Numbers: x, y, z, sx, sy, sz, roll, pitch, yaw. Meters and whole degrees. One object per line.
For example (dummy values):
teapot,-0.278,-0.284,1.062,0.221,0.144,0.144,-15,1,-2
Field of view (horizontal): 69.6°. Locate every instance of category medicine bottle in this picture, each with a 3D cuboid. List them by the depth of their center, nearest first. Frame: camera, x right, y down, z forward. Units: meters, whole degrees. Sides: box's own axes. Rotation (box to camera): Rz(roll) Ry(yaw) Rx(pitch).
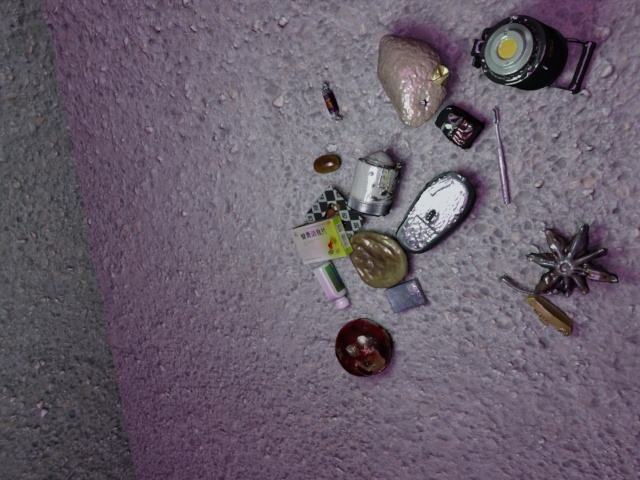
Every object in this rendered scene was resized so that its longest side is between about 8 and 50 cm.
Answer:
medicine bottle,0.055,0.203,2.076,0.078,0.115,0.219,-27,92,29

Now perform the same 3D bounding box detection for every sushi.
sushi,0.069,-0.102,2.011,0.219,0.047,0.231,48,132,7

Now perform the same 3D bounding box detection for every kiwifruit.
kiwifruit,0.025,-0.325,1.966,0.125,0.075,0.075,-4,103,31

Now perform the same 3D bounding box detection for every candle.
candle,0.224,-0.258,1.825,0.188,0.187,0.329,21,111,20

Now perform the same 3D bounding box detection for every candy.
candy,0.045,-0.567,1.903,0.045,0.043,0.174,-20,91,27

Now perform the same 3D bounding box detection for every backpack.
backpack,0.501,-0.416,1.682,0.165,0.106,0.119,34,121,11

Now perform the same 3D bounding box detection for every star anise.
star anise,0.866,0.079,1.645,0.360,0.139,0.315,25,107,35

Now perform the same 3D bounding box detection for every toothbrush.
toothbrush,0.655,-0.304,1.681,0.024,0.029,0.353,-3,104,41

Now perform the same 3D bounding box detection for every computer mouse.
computer mouse,0.446,-0.107,1.793,0.203,0.114,0.374,45,119,11

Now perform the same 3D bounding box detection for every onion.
onion,0.182,0.487,2.053,0.272,0.195,0.271,2,96,25

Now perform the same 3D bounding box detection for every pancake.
pancake,0.241,0.085,1.954,0.295,0.049,0.294,20,126,31

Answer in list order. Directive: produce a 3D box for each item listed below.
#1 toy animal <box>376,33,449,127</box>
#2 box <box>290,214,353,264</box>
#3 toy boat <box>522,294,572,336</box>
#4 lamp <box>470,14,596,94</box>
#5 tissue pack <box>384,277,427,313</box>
toy animal,0.333,-0.600,1.666,0.227,0.188,0.358,-28,90,19
box,0.000,0.001,2.042,0.261,0.062,0.175,-14,103,42
toy boat,0.856,0.280,1.735,0.206,0.064,0.072,42,136,12
lamp,0.654,-0.586,1.461,0.374,0.272,0.204,20,114,20
tissue pack,0.363,0.237,1.972,0.156,0.051,0.112,-25,90,30
